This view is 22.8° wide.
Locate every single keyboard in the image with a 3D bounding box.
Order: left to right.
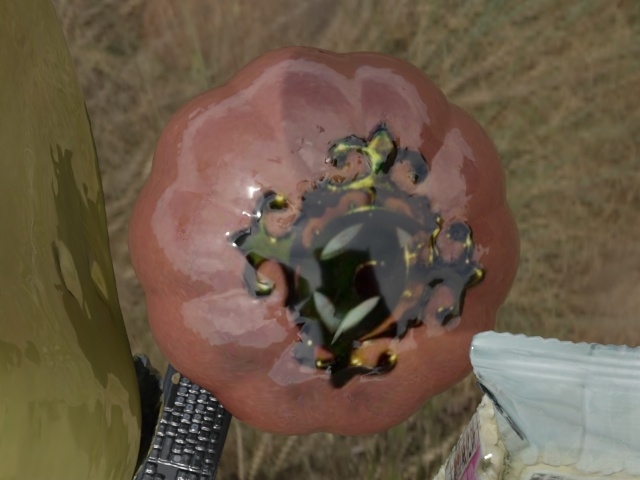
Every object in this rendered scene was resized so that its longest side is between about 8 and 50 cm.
[{"bbox_3d":[-0.104,0.151,1.268,0.063,0.010,0.198,14,65,1],"label":"keyboard"}]

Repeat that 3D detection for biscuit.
[{"bbox_3d":[0.134,0.148,0.914,0.186,0.309,0.079,5,57,-7],"label":"biscuit"}]

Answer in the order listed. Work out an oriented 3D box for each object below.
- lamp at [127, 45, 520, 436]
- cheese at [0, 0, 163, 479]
[{"bbox_3d":[0.000,0.000,1.232,0.305,0.239,0.305,-2,97,-14],"label":"lamp"},{"bbox_3d":[-0.132,-0.024,0.359,0.128,0.316,0.259,-23,65,10],"label":"cheese"}]
